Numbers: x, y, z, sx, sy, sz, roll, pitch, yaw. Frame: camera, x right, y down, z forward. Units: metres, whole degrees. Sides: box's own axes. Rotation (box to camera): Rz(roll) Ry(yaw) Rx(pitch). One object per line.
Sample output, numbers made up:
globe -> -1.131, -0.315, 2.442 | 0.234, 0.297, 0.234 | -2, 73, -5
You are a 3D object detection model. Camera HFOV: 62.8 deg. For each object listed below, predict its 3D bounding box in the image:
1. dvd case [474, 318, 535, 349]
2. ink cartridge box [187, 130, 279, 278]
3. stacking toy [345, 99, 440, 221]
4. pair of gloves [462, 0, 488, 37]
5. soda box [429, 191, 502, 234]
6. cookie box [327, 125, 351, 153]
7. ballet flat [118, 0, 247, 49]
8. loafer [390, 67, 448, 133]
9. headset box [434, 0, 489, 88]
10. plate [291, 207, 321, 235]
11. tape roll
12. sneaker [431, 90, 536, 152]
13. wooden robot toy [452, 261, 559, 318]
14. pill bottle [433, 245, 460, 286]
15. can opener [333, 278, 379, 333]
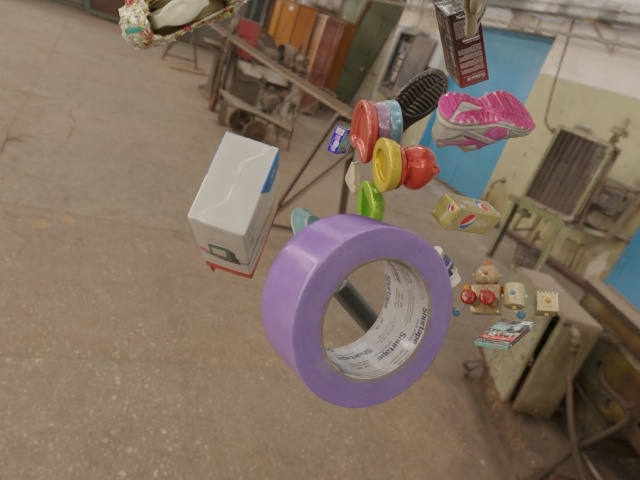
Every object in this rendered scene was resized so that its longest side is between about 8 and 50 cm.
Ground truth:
dvd case -> 0.422, 0.213, 1.202 | 0.119, 0.013, 0.087 | -27, 15, -36
ink cartridge box -> -0.116, -0.033, 0.760 | 0.078, 0.134, 0.231 | 18, -21, 3
stacking toy -> 0.167, -0.180, 1.288 | 0.130, 0.279, 0.309 | -3, 46, -12
pair of gloves -> 0.287, -0.488, 0.865 | 0.042, 0.240, 0.204 | 25, 2, 14
soda box -> 0.335, -0.059, 1.196 | 0.181, 0.061, 0.058 | 6, 39, -42
cookie box -> 0.075, -0.348, 1.814 | 0.040, 0.092, 0.107 | 30, 20, 15
ballet flat -> -0.156, -0.326, 0.703 | 0.241, 0.091, 0.077 | -43, 39, -18
loafer -> 0.282, -0.461, 1.835 | 0.134, 0.366, 0.130 | 43, 18, -20
headset box -> 0.508, -0.702, 1.883 | 0.110, 0.293, 0.218 | -16, 33, 8
plate -> 0.000, 0.000, 1.216 | 0.188, 0.024, 0.188 | 45, 26, -29
tape roll -> 0.040, 0.070, 0.549 | 0.189, 0.189, 0.080 | 7, 10, -30
sneaker -> 0.341, -0.249, 1.125 | 0.252, 0.111, 0.103 | -1, 61, -20
wooden robot toy -> 0.243, 0.064, 0.744 | 0.173, 0.079, 0.076 | -3, -25, 29
pill bottle -> 0.354, 0.080, 1.523 | 0.120, 0.067, 0.067 | 48, 13, -19
can opener -> 0.111, 0.157, 1.109 | 0.280, 0.093, 0.074 | 45, -3, -30
